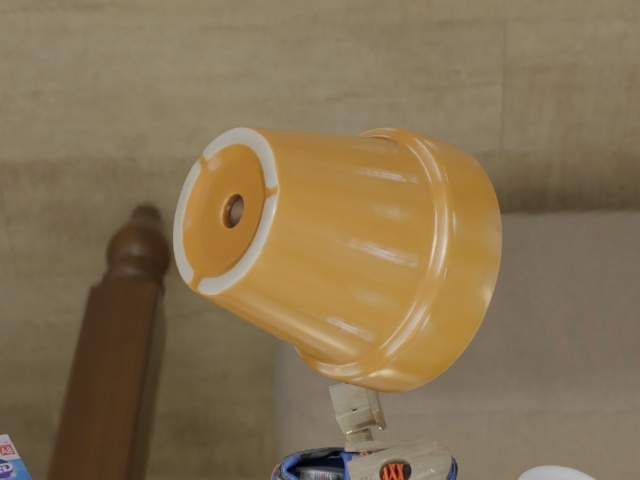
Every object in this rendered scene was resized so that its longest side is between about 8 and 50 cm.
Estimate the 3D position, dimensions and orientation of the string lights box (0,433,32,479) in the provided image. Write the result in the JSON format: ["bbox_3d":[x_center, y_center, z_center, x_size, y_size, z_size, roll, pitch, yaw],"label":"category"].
[{"bbox_3d":[-0.372,0.346,1.822,0.133,0.259,0.076,-7,134,-37],"label":"string lights box"}]

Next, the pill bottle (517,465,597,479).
[{"bbox_3d":[0.255,0.386,1.854,0.131,0.131,0.229,12,118,-7],"label":"pill bottle"}]

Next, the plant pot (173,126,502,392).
[{"bbox_3d":[0.000,0.000,1.216,0.188,0.205,0.205,16,128,-37],"label":"plant pot"}]

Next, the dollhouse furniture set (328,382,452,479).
[{"bbox_3d":[0.093,0.241,1.663,0.101,0.161,0.182,-18,139,4],"label":"dollhouse furniture set"}]

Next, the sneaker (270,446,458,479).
[{"bbox_3d":[0.050,0.276,1.864,0.221,0.083,0.087,-6,160,1],"label":"sneaker"}]
